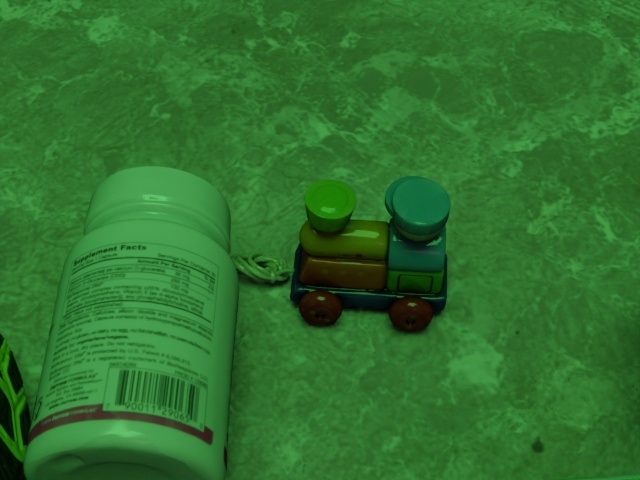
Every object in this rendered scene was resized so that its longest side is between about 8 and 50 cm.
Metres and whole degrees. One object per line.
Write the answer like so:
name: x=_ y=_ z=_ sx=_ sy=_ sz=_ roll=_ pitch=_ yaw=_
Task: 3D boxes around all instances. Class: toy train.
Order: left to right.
toy train: x=0.000 y=0.000 z=0.969 sx=0.248 sy=0.143 sz=0.105 roll=4 pitch=52 yaw=2

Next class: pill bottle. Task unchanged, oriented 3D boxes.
pill bottle: x=-0.153 y=0.083 z=0.893 sx=0.160 sy=0.160 sz=0.283 roll=1 pitch=52 yaw=0

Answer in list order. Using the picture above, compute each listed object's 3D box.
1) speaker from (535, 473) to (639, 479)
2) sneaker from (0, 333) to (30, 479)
speaker: x=0.225 y=0.246 z=0.793 sx=0.297 sy=0.131 sz=0.131 roll=-3 pitch=52 yaw=-3
sneaker: x=-0.301 y=0.229 z=0.817 sx=0.147 sy=0.145 sz=0.384 roll=-27 pitch=52 yaw=5
